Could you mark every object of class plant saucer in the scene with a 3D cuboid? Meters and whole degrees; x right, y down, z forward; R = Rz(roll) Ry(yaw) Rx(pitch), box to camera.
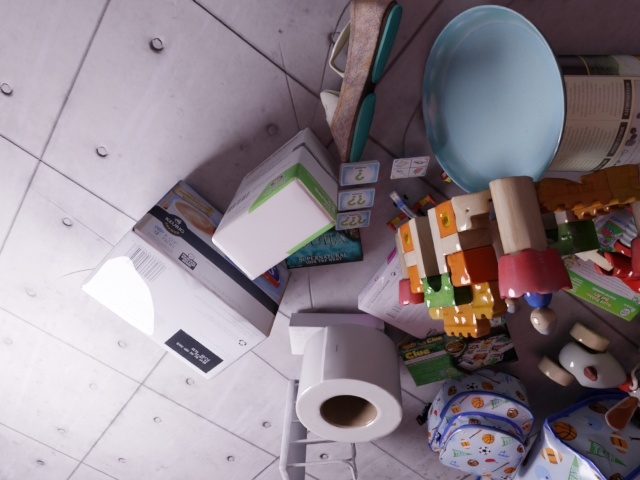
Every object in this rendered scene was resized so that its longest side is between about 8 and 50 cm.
[{"bbox_3d":[0.288,-0.227,0.767,0.043,0.317,0.318,-19,120,-20],"label":"plant saucer"}]

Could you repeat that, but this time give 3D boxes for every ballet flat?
[{"bbox_3d":[0.061,-0.297,0.853,0.106,0.107,0.316,23,115,16],"label":"ballet flat"}]

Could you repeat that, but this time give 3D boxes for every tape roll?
[{"bbox_3d":[0.071,0.344,1.082,0.246,0.169,0.246,3,125,4],"label":"tape roll"}]

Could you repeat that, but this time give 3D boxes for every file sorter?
[{"bbox_3d":[0.005,0.537,1.204,0.173,0.278,0.193,-8,117,5],"label":"file sorter"}]

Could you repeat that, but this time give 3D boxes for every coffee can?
[{"bbox_3d":[0.498,-0.218,0.783,0.275,0.201,0.201,2,119,4],"label":"coffee can"}]

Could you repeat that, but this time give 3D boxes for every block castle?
[{"bbox_3d":[0.329,0.040,0.773,0.303,0.453,0.213,-7,82,-12],"label":"block castle"}]

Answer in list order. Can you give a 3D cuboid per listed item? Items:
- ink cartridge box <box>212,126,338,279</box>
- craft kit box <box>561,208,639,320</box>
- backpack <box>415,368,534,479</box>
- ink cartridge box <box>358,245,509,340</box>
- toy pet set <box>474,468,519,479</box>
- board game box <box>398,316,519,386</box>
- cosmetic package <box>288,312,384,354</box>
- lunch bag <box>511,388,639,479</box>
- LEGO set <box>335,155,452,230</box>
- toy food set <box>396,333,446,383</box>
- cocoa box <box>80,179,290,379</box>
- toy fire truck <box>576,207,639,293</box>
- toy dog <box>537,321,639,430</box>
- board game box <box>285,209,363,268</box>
[{"bbox_3d":[-0.074,-0.083,0.872,0.198,0.273,0.115,-34,113,21],"label":"ink cartridge box"},{"bbox_3d":[0.662,0.033,0.990,0.250,0.061,0.247,25,115,-8],"label":"craft kit box"},{"bbox_3d":[0.415,0.465,1.167,0.276,0.213,0.263,9,113,2],"label":"backpack"},{"bbox_3d":[0.270,0.152,1.087,0.311,0.065,0.186,29,118,-8],"label":"ink cartridge box"},{"bbox_3d":[0.531,0.716,1.385,0.122,0.065,0.114,40,80,-19],"label":"toy pet set"},{"bbox_3d":[0.337,0.277,1.102,0.259,0.030,0.136,-20,121,16],"label":"board game box"},{"bbox_3d":[0.043,0.240,1.156,0.239,0.060,0.099,0,123,5],"label":"cosmetic package"},{"bbox_3d":[0.707,0.578,1.169,0.385,0.239,0.328,-8,125,-28],"label":"lunch bag"},{"bbox_3d":[0.158,-0.085,0.933,0.244,0.060,0.182,-7,137,-10],"label":"LEGO set"},{"bbox_3d":[0.294,0.318,1.187,0.192,0.038,0.132,31,117,-12],"label":"toy food set"},{"bbox_3d":[-0.280,0.088,1.003,0.347,0.228,0.231,42,120,-16],"label":"cocoa box"},{"bbox_3d":[0.599,-0.018,0.872,0.246,0.158,0.217,6,120,-10],"label":"toy fire truck"},{"bbox_3d":[0.704,0.332,1.059,0.333,0.161,0.220,10,106,5],"label":"toy dog"},{"bbox_3d":[0.000,0.000,1.049,0.186,0.026,0.126,-7,118,9],"label":"board game box"}]
